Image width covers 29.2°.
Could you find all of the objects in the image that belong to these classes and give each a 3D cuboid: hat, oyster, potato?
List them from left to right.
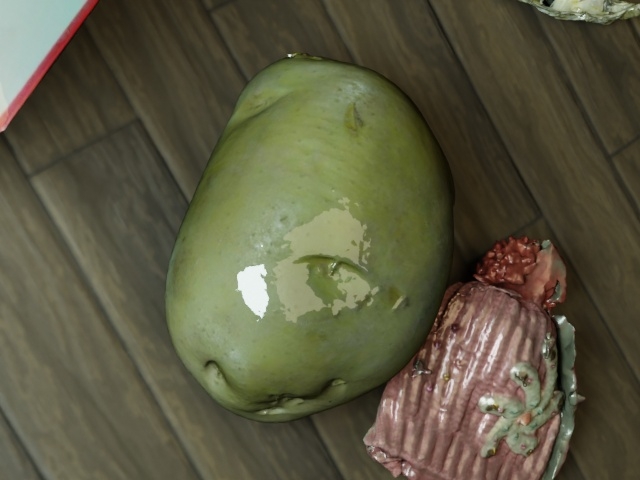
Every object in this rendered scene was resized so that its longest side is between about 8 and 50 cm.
[{"bbox_3d":[0.000,0.000,1.088,0.243,0.221,0.326,28,67,-11],"label":"potato"},{"bbox_3d":[0.179,0.127,1.225,0.237,0.107,0.286,29,74,-31],"label":"hat"},{"bbox_3d":[0.255,-0.282,1.372,0.200,0.061,0.106,40,84,-14],"label":"oyster"}]

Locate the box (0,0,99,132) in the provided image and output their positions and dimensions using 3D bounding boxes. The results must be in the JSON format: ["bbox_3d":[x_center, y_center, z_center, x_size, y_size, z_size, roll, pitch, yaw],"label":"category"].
[{"bbox_3d":[-0.314,-0.257,0.923,0.312,0.300,0.314,37,66,-17],"label":"box"}]
